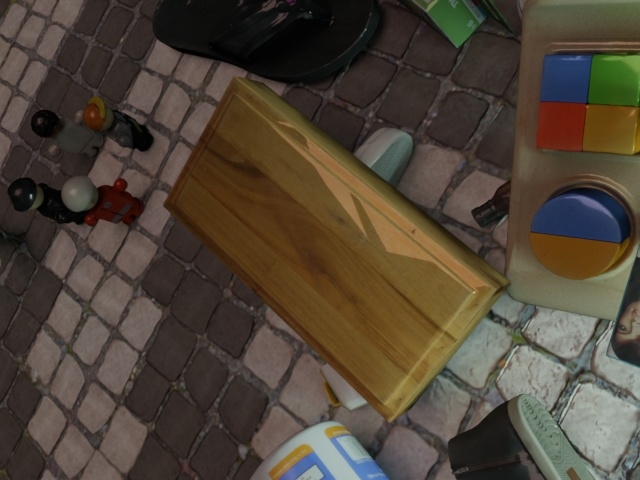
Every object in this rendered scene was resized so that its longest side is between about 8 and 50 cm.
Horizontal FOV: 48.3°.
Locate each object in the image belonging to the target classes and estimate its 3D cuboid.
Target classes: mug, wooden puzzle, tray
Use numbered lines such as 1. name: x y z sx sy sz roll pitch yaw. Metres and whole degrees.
1. mug: 0.040 0.184 0.923 0.062 0.078 0.064 -23 72 -12
2. wooden puzzle: 0.335 -0.061 0.688 0.322 0.081 0.347 10 112 33
3. tray: 0.000 0.000 0.869 0.411 0.076 0.202 42 112 21

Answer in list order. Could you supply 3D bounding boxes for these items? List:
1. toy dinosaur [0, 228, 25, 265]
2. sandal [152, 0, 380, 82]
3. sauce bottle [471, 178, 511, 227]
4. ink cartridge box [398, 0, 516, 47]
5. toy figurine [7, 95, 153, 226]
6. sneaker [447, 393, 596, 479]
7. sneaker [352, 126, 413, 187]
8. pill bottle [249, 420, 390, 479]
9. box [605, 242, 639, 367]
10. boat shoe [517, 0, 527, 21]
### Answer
1. toy dinosaur: -0.644 -0.014 1.351 0.268 0.118 0.064 24 91 35
2. sandal: -0.119 -0.347 1.117 0.446 0.107 0.167 14 85 33
3. sauce bottle: 0.243 -0.059 0.861 0.128 0.042 0.042 -36 62 22
4. ink cartridge box: 0.151 -0.323 0.943 0.062 0.109 0.209 -48 59 13
5. toy figurine: -0.410 -0.130 1.218 0.213 0.148 0.209 3 79 33
6. sneaker: 0.234 0.288 0.767 0.118 0.083 0.222 -43 62 34
7. sneaker: -0.016 -0.064 0.982 0.169 0.108 0.292 44 103 29
8. pill bottle: 0.047 0.352 0.810 0.152 0.152 0.272 -51 58 11
9. box: 0.336 0.003 0.623 0.101 0.060 0.244 20 112 30
10. boat shoe: 0.354 -0.235 0.764 0.367 0.156 0.135 43 99 33
